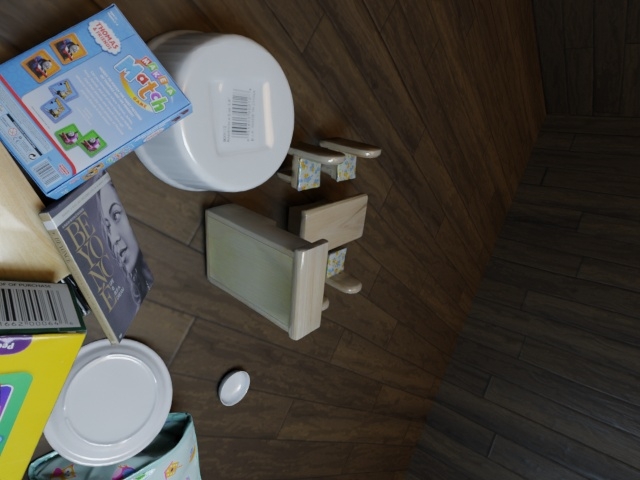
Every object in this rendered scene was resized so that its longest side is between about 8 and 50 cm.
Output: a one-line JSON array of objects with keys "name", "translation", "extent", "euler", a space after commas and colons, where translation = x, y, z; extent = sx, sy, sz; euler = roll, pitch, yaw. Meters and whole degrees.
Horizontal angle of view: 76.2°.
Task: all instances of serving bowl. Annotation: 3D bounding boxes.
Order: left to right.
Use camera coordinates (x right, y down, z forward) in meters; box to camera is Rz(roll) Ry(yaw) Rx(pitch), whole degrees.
[{"name": "serving bowl", "translation": [-0.206, 0.339, 0.952], "extent": [0.083, 0.027, 0.083], "euler": [-21, 119, -44]}]

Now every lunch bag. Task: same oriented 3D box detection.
[{"name": "lunch bag", "translation": [-0.340, 0.448, 0.728], "extent": [0.263, 0.160, 0.223], "euler": [-17, 115, -40]}]

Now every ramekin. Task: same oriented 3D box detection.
[{"name": "ramekin", "translation": [-0.173, -0.213, 0.701], "extent": [0.277, 0.135, 0.276], "euler": [-22, 120, -45]}]

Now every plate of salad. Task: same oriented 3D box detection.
[{"name": "plate of salad", "translation": [-0.353, 0.266, 0.687], "extent": [0.200, 0.048, 0.199], "euler": [19, 59, -34]}]

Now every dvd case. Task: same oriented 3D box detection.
[{"name": "dvd case", "translation": [-0.321, 0.020, 0.618], "extent": [0.164, 0.018, 0.221], "euler": [-94, 174, -60]}]

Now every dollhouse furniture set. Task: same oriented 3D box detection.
[{"name": "dollhouse furniture set", "translation": [0.000, 0.000, 0.862], "extent": [0.394, 0.257, 0.361], "euler": [-21, 126, -45]}]

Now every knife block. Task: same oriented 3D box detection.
[{"name": "knife block", "translation": [-0.389, 0.007, 0.559], "extent": [0.242, 0.088, 0.275], "euler": [18, 89, -53]}]

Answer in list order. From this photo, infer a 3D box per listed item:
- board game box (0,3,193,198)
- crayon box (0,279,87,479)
[{"name": "board game box", "translation": [-0.301, -0.179, 0.524], "extent": [0.212, 0.039, 0.160], "euler": [-38, 95, -13]}, {"name": "crayon box", "translation": [-0.486, 0.183, 0.405], "extent": [0.363, 0.106, 0.313], "euler": [12, 115, -49]}]
